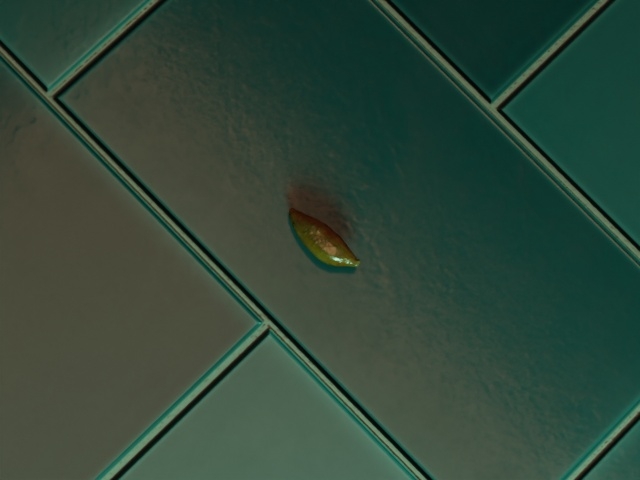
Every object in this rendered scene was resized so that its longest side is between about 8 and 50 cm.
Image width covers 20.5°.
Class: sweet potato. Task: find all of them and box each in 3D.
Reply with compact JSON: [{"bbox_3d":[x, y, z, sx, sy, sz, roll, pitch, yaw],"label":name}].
[{"bbox_3d":[0.000,0.000,1.840,0.095,0.034,0.034,39,78,14],"label":"sweet potato"}]
